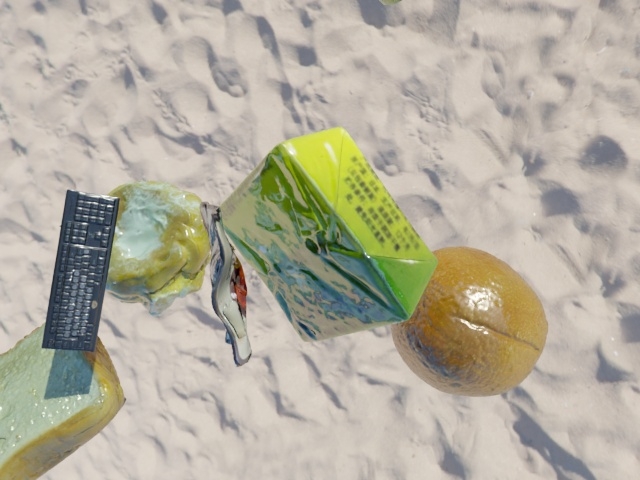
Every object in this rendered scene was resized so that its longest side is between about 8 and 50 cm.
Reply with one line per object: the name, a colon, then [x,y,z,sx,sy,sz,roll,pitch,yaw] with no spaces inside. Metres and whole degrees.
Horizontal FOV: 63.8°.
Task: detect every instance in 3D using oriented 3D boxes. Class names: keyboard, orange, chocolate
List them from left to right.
keyboard: [-0.297,0.039,0.636,0.064,0.010,0.198,9,92,-19]
chocolate: [0.000,0.000,0.811,0.288,0.137,0.301,54,146,-4]
orange: [0.331,0.181,1.138,0.322,0.357,0.322,-33,47,44]

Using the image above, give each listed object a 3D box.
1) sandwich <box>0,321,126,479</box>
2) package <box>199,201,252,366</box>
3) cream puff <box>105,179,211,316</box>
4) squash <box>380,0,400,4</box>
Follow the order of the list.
sandwich: [-0.453,0.247,0.796,0.251,0.087,0.226,-36,59,-12]
package: [-0.110,0.037,0.591,0.040,0.232,0.166,-11,98,-12]
cream puff: [-0.465,0.019,1.447,0.378,0.275,0.378,-2,76,7]
squash: [0.149,-0.539,0.983,0.170,0.170,0.123,-21,122,24]
